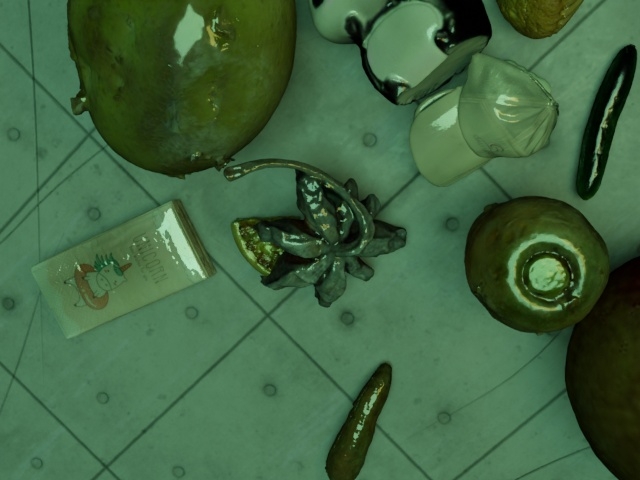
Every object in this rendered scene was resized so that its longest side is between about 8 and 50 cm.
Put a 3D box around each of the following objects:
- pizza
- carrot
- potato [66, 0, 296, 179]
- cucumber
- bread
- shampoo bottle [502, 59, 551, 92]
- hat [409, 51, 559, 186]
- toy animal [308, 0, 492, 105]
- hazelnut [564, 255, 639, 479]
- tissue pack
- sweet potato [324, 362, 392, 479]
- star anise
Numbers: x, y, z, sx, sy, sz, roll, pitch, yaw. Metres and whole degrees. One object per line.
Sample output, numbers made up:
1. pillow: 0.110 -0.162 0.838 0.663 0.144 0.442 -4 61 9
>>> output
1. pizza: -0.093 0.003 1.620 0.175 0.046 0.134 34 104 0
2. carrot: 0.353 0.032 1.418 0.224 0.340 0.224 1 98 6
3. potato: -0.233 -0.301 1.359 0.386 0.319 0.442 9 128 -8
4. cucumber: 0.503 -0.210 1.491 0.056 0.056 0.284 15 99 5
5. bread: 0.361 -0.446 1.374 0.139 0.240 0.239 -13 100 -2
6. shampoo bottle: 0.331 -0.288 1.501 0.152 0.045 0.077 36 106 -2
7. hat: 0.277 -0.178 1.442 0.226 0.164 0.219 -48 127 0
8. toy animal: 0.117 -0.402 1.424 0.251 0.251 0.310 -36 84 13
9. hazelnut: 0.602 0.218 1.402 0.353 0.421 0.420 -27 97 30
10. tissue pack: -0.389 0.059 1.661 0.326 0.071 0.170 -23 96 12
11. sweet potato: 0.076 0.367 1.660 0.075 0.075 0.273 21 103 3
12. star anise: 0.000 0.000 1.511 0.360 0.139 0.315 -4 117 -18
